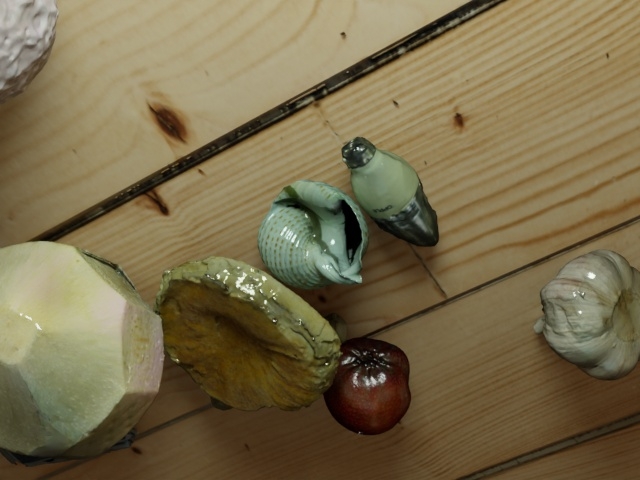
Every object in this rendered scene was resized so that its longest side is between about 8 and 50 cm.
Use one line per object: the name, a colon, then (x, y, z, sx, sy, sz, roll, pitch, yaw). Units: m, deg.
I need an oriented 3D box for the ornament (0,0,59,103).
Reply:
ornament: (-0.423, -0.268, 0.938, 0.225, 0.259, 0.259, 24, 125, -37)

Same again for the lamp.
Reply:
lamp: (0.112, -0.066, 1.237, 0.101, 0.101, 0.250, -29, 128, 18)

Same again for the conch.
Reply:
conch: (0.002, -0.001, 1.256, 0.199, 0.131, 0.172, 28, 100, 20)

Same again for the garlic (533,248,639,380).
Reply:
garlic: (0.440, 0.126, 1.393, 0.218, 0.219, 0.212, 29, 160, -25)

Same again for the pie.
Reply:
pie: (-0.131, 0.163, 1.348, 0.339, 0.083, 0.340, 15, 134, 16)

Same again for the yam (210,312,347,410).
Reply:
yam: (-0.075, 0.219, 1.478, 0.299, 0.066, 0.066, -34, 124, 22)

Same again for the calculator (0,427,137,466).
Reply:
calculator: (-0.512, 0.377, 1.599, 0.273, 0.028, 0.166, -14, 132, 9)

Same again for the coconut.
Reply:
coconut: (-0.418, 0.169, 1.263, 0.352, 0.353, 0.353, -2, 129, -3)

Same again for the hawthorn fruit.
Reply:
hawthorn fruit: (0.081, 0.269, 1.475, 0.168, 0.169, 0.188, 2, 133, -5)
